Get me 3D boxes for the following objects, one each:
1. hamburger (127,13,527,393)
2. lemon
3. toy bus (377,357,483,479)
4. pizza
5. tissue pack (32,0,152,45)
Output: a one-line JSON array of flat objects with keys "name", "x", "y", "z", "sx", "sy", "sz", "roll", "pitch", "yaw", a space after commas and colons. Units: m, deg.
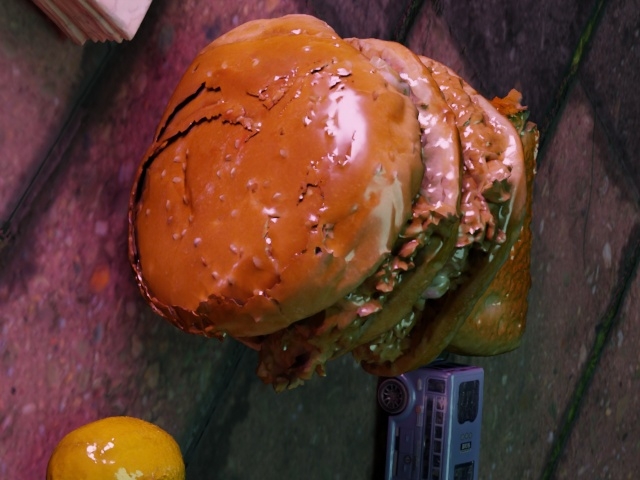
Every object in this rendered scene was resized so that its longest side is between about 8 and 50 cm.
[{"name": "hamburger", "x": 0.009, "y": -0.020, "z": 1.243, "sx": 0.211, "sy": 0.245, "sz": 0.260, "roll": 20, "pitch": 71, "yaw": -43}, {"name": "lemon", "x": -0.133, "y": 0.157, "z": 1.217, "sx": 0.111, "sy": 0.082, "sz": 0.082, "roll": 1, "pitch": 94, "yaw": -55}, {"name": "toy bus", "x": 0.093, "y": 0.186, "z": 1.547, "sx": 0.073, "sy": 0.076, "sz": 0.167, "roll": -3, "pitch": 98, "yaw": -54}, {"name": "pizza", "x": 0.113, "y": -0.031, "z": 1.535, "sx": 0.289, "sy": 0.081, "sz": 0.228, "roll": 46, "pitch": 65, "yaw": -48}, {"name": "tissue pack", "x": -0.186, "y": -0.274, "z": 1.086, "sx": 0.325, "sy": 0.071, "sz": 0.170, "roll": 46, "pitch": 57, "yaw": -47}]
